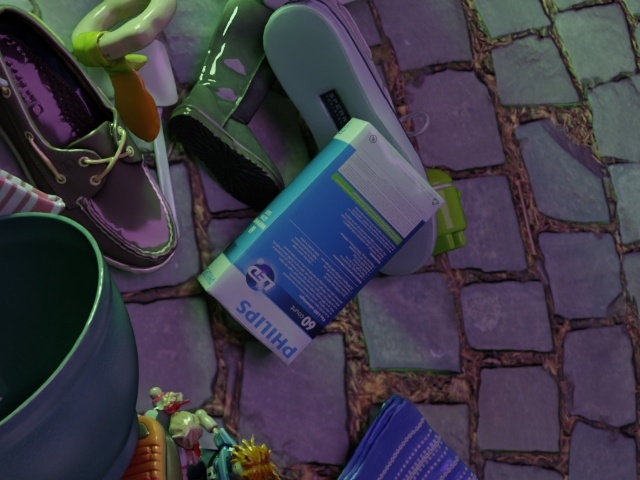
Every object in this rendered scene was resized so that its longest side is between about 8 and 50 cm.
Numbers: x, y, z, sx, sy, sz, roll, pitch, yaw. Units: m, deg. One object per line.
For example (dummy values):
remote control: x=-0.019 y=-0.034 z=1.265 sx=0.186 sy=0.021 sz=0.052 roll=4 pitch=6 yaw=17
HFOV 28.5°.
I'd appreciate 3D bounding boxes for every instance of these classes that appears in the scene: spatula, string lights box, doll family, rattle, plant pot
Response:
spatula: x=-0.229 y=-0.113 z=1.412 sx=0.168 sy=0.019 sz=0.242 roll=-3 pitch=78 yaw=-37
string lights box: x=0.000 y=0.000 z=1.428 sx=0.259 sy=0.077 sz=0.133 roll=-45 pitch=107 yaw=-2
doll family: x=-0.104 y=0.271 z=1.296 sx=0.118 sy=0.163 sz=0.263 roll=-9 pitch=82 yaw=-37
rattle: x=-0.189 y=-0.234 z=1.424 sx=0.143 sy=0.130 sz=0.199 roll=44 pitch=30 yaw=-24
plant pot: x=-0.285 y=0.146 z=1.157 sx=0.293 sy=0.293 sz=0.196 roll=-58 pitch=138 yaw=-32

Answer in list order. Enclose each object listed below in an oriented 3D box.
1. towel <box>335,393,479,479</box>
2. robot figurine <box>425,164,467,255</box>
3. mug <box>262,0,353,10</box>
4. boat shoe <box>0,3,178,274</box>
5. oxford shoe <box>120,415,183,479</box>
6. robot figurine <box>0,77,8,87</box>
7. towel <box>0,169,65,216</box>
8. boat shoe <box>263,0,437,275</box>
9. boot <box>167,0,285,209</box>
towel: x=0.140 y=0.376 z=1.519 sx=0.336 sy=0.040 sz=0.243 roll=47 pitch=56 yaw=-15
robot figurine: x=0.149 y=-0.041 z=1.630 sx=0.101 sy=0.067 sz=0.115 roll=-13 pitch=84 yaw=-44
mug: x=-0.050 y=-0.470 z=1.504 sx=0.374 sy=0.276 sz=0.328 roll=-19 pitch=79 yaw=-21
boat shoe: x=-0.256 y=-0.104 z=1.327 sx=0.116 sy=0.097 sz=0.324 roll=-40 pitch=97 yaw=-30
oxford shoe: x=-0.154 y=0.350 z=1.187 sx=0.133 sy=0.130 sz=0.363 roll=20 pitch=61 yaw=-44
robot figurine: x=-0.445 y=-0.266 z=1.188 sx=0.300 sy=0.200 sz=0.353 roll=-31 pitch=97 yaw=3
towel: x=-0.363 y=-0.041 z=1.221 sx=0.197 sy=0.144 sz=0.029 roll=29 pitch=41 yaw=-26
boat shoe: x=0.052 y=-0.141 z=1.556 sx=0.367 sy=0.136 sz=0.156 roll=61 pitch=28 yaw=-16
boot: x=-0.080 y=-0.166 z=1.510 sx=0.189 sy=0.076 sz=0.208 roll=48 pitch=43 yaw=-28
